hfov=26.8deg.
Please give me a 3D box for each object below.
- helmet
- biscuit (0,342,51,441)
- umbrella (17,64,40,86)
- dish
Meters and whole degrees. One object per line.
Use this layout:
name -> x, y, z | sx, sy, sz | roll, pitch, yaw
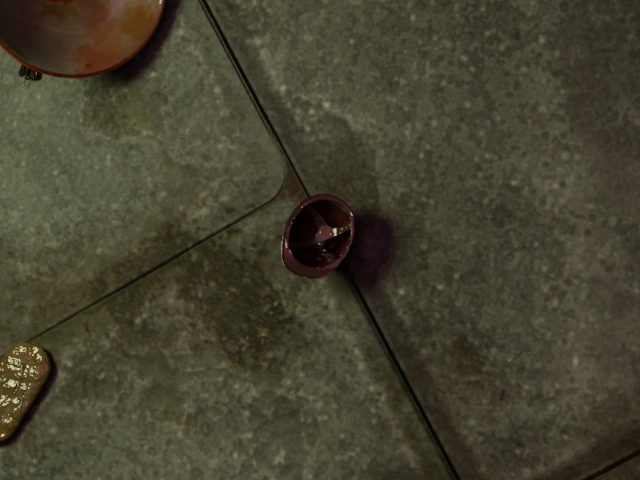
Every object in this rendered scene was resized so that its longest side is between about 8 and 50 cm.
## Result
helmet -> 0.000, 0.000, 1.708 | 0.089, 0.057, 0.111 | 25, 83, 12
biscuit -> -0.413, 0.202, 1.794 | 0.071, 0.018, 0.147 | 32, 89, 16
umbrella -> -0.398, -0.252, 1.859 | 0.031, 0.020, 0.083 | 13, 80, 14
dish -> -0.341, -0.346, 1.794 | 0.260, 0.085, 0.260 | -3, 97, -24
